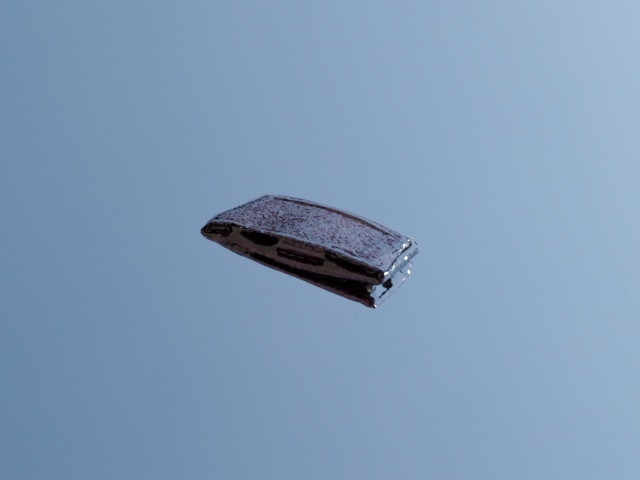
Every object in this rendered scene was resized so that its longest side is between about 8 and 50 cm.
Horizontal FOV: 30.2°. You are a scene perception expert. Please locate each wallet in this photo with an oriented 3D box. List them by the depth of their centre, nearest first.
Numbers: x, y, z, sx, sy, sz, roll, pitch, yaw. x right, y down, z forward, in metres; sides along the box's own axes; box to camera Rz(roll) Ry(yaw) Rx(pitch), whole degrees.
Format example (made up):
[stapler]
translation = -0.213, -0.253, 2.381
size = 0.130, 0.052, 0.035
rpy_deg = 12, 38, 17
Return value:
[wallet]
translation = 0.000, -0.001, 0.730
size = 0.111, 0.166, 0.030
rpy_deg = 23, -80, 8
